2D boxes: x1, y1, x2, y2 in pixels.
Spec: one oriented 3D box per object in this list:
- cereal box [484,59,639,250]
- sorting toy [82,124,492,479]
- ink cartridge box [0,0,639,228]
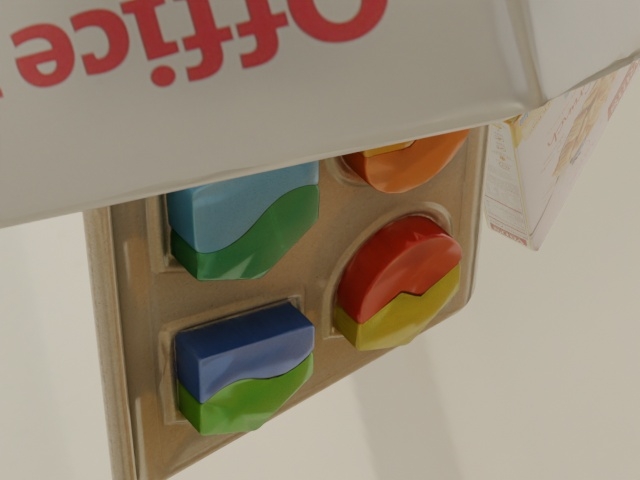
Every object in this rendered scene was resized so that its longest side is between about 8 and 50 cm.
[{"bbox_3d":[0.162,-0.109,1.228,0.047,0.240,0.173,27,-102,18],"label":"cereal box"},{"bbox_3d":[0.000,0.000,0.703,0.208,0.193,0.038,-32,-127,-29],"label":"sorting toy"},{"bbox_3d":[-0.068,-0.162,0.414,0.129,0.223,0.307,-31,-72,-63],"label":"ink cartridge box"}]
